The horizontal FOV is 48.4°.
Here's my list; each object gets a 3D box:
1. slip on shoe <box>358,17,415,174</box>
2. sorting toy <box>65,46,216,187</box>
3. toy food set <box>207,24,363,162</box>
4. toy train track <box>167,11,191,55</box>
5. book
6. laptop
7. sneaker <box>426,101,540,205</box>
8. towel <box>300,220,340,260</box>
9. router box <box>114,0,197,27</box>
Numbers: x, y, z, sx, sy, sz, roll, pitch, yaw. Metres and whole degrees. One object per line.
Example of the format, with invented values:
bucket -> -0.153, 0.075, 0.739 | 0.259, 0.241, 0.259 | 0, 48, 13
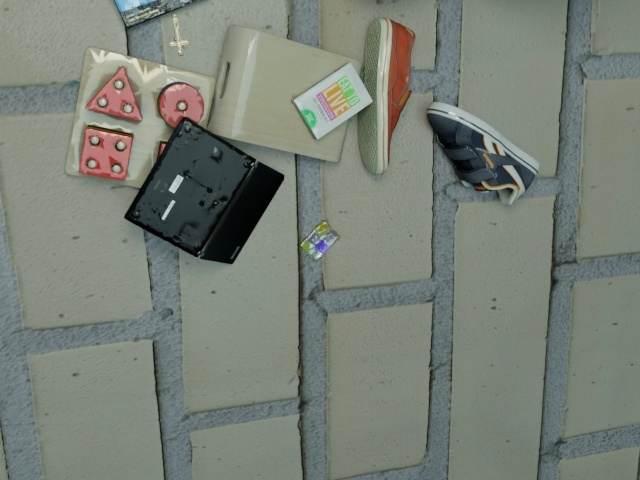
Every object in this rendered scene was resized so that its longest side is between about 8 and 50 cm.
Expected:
slip on shoe -> 0.147, -0.304, 1.530 | 0.101, 0.123, 0.331 | 2, 99, -20
sorting toy -> -0.356, -0.228, 1.418 | 0.257, 0.089, 0.255 | 10, 101, -18
toy food set -> -0.068, -0.301, 1.491 | 0.306, 0.092, 0.219 | 9, 101, -26
toy train track -> -0.287, -0.415, 1.429 | 0.048, 0.014, 0.083 | -11, 106, -13
book -> 0.023, -0.288, 1.467 | 0.144, 0.035, 0.096 | -36, 113, -9
laptop -> -0.229, -0.092, 1.470 | 0.264, 0.136, 0.234 | 30, 94, -18
sneaker -> 0.356, -0.189, 1.609 | 0.321, 0.126, 0.127 | 29, 89, -22
towel -> 0.000, 0.000, 1.620 | 0.083, 0.009, 0.060 | -44, 112, -1
router box -> -0.320, -0.506, 1.378 | 0.179, 0.046, 0.133 | -25, 109, -8
